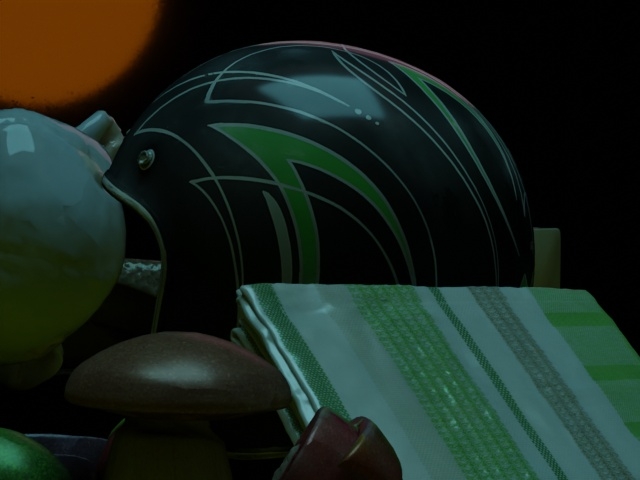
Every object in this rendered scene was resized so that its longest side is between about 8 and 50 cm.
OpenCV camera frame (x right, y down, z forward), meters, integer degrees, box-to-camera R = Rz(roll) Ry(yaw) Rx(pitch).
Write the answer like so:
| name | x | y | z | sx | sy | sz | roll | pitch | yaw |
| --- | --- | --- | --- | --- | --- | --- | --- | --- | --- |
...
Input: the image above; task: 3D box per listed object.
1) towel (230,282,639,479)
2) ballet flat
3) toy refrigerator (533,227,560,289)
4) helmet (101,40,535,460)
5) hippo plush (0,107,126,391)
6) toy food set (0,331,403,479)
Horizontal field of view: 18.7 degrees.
| name | x | y | z | sx | sy | sz | roll | pitch | yaw |
| --- | --- | --- | --- | --- | --- | --- | --- | --- | --- |
| towel | 0.053 | 0.056 | 0.665 | 0.152 | 0.023 | 0.113 | 2 | 37 | -28 |
| ballet flat | -0.138 | 0.044 | 1.067 | 0.249 | 0.084 | 0.058 | 4 | 24 | -16 |
| toy refrigerator | 0.053 | 0.031 | 1.124 | 0.102 | 0.094 | 0.269 | 1 | 1 | 24 |
| helmet | 0.000 | 0.000 | 0.778 | 0.169 | 0.162 | 0.169 | -6 | -2 | 0 |
| hippo plush | -0.222 | 0.004 | 0.936 | 0.236 | 0.234 | 0.294 | 26 | -8 | -16 |
| toy food set | -0.050 | 0.055 | 0.474 | 0.217 | 0.071 | 0.128 | 2 | 2 | 27 |
